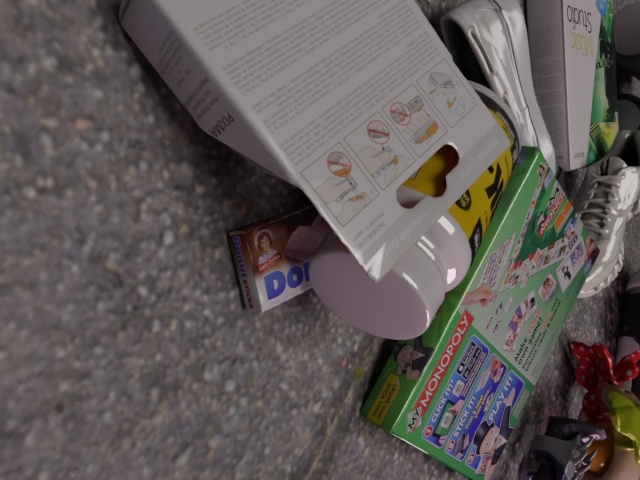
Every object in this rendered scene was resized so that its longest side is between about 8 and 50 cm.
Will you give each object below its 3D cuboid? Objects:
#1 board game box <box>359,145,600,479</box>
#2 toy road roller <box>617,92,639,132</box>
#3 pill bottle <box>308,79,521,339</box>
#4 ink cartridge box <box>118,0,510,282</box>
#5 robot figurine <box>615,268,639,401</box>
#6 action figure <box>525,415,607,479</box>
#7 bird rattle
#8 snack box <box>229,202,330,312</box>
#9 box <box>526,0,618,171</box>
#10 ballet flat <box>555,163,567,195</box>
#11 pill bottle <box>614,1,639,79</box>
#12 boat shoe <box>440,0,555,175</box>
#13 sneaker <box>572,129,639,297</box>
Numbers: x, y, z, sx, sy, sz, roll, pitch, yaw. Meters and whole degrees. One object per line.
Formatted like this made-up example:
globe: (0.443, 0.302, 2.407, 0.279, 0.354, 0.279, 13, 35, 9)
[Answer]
board game box: (0.188, 0.088, 0.660, 0.213, 0.046, 0.317, 41, 74, -39)
toy road roller: (0.649, -0.208, 1.016, 0.203, 0.329, 0.240, 4, 42, -49)
pill bottle: (0.080, -0.030, 0.504, 0.119, 0.119, 0.208, 57, 50, -32)
ink cartridge box: (0.009, -0.110, 0.432, 0.189, 0.066, 0.232, -42, 103, -31)
robot figurine: (0.649, 0.177, 1.129, 0.209, 0.174, 0.278, 105, 0, -74)
action figure: (0.258, 0.353, 0.756, 0.285, 0.099, 0.185, -46, 131, -33)
bird rattle: (0.414, 0.266, 0.887, 0.143, 0.253, 0.206, 15, 102, -8)
snack box: (0.000, 0.000, 0.518, 0.178, 0.022, 0.064, -23, 107, -46)
box: (0.387, -0.269, 0.925, 0.232, 0.059, 0.321, -14, 102, -47)
ballet flat: (0.275, -0.029, 0.794, 0.203, 0.074, 0.074, -47, 123, -40)
pill bottle: (0.609, -0.361, 1.125, 0.216, 0.121, 0.121, 2, 89, -48)
boat shoe: (0.194, -0.146, 0.701, 0.084, 0.095, 0.258, -26, 109, -15)
sneaker: (0.398, -0.044, 0.872, 0.292, 0.110, 0.118, -51, 141, -26)
